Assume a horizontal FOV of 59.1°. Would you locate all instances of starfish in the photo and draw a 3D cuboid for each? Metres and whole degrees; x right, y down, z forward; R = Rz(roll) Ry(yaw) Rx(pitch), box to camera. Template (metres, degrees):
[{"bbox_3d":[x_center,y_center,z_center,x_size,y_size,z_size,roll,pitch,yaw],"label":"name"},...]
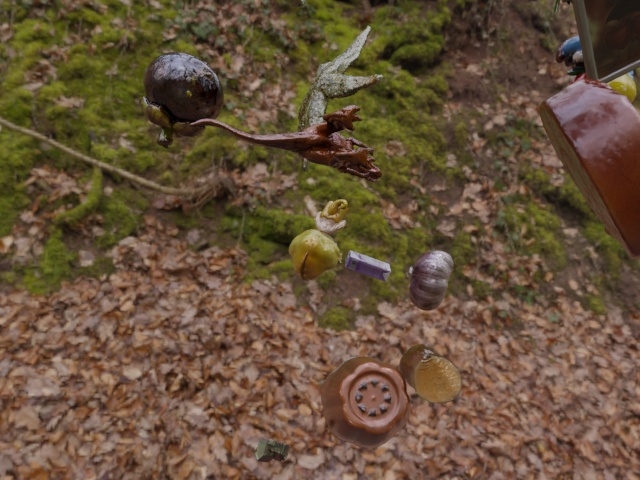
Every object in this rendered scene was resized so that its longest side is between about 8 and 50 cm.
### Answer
[{"bbox_3d":[0.008,-0.344,1.317,0.078,0.347,0.357,26,24,-25],"label":"starfish"}]

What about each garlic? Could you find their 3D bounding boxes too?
[{"bbox_3d":[0.266,0.097,1.401,0.102,0.159,0.147,13,49,6],"label":"garlic"}]

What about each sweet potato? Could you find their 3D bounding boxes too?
[{"bbox_3d":[0.270,0.339,1.521,0.131,0.131,0.337,9,-1,-5],"label":"sweet potato"}]

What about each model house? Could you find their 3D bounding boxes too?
[{"bbox_3d":[-0.124,0.542,1.446,0.057,0.058,0.083,7,-20,27],"label":"model house"}]

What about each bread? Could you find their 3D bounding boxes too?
[{"bbox_3d":[0.488,-0.130,0.953,0.295,0.114,0.327,50,22,-24],"label":"bread"}]

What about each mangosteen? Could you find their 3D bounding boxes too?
[{"bbox_3d":[-0.328,-0.318,1.298,0.192,0.217,0.192,29,-5,3],"label":"mangosteen"}]

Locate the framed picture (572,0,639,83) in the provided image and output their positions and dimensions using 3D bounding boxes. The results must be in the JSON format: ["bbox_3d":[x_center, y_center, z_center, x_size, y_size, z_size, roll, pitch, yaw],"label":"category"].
[{"bbox_3d":[0.622,-0.482,1.147,0.211,0.289,0.020,-26,31,5],"label":"framed picture"}]

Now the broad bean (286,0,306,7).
[{"bbox_3d":[-0.076,-0.645,1.413,0.056,0.098,0.318,16,18,7],"label":"broad bean"}]

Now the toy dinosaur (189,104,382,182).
[{"bbox_3d":[-0.006,-0.194,1.083,0.433,0.097,0.208,17,-11,-36],"label":"toy dinosaur"}]

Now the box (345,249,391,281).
[{"bbox_3d":[0.124,0.066,1.472,0.117,0.036,0.050,19,21,-8],"label":"box"}]

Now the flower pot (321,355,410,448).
[{"bbox_3d":[0.098,0.315,1.117,0.191,0.190,0.173,10,-18,0],"label":"flower pot"}]

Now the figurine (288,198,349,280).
[{"bbox_3d":[0.000,0.000,1.545,0.157,0.246,0.131,17,-24,16],"label":"figurine"}]

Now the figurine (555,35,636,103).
[{"bbox_3d":[0.668,-0.390,1.375,0.185,0.233,0.127,1,1,43],"label":"figurine"}]

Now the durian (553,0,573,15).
[{"bbox_3d":[0.582,-0.708,1.257,0.169,0.351,0.158,-9,34,23],"label":"durian"}]
